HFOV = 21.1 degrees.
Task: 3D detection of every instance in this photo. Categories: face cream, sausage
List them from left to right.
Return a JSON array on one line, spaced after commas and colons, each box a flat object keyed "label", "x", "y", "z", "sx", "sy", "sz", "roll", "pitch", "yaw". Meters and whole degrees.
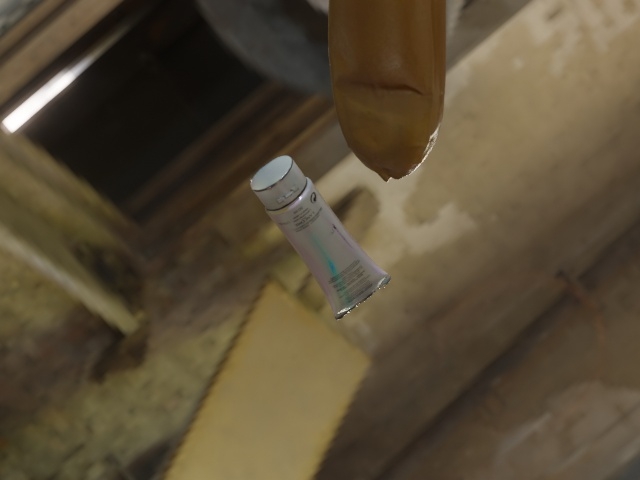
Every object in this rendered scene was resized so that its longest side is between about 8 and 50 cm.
[{"label": "face cream", "x": 0.000, "y": 0.000, "z": 0.896, "sx": 0.115, "sy": 0.038, "sz": 0.020, "roll": 53, "pitch": -1, "yaw": -42}, {"label": "sausage", "x": 0.074, "y": -0.228, "z": 1.888, "sx": 0.116, "sy": 0.134, "sz": 0.354, "roll": -66, "pitch": 161, "yaw": -51}]
